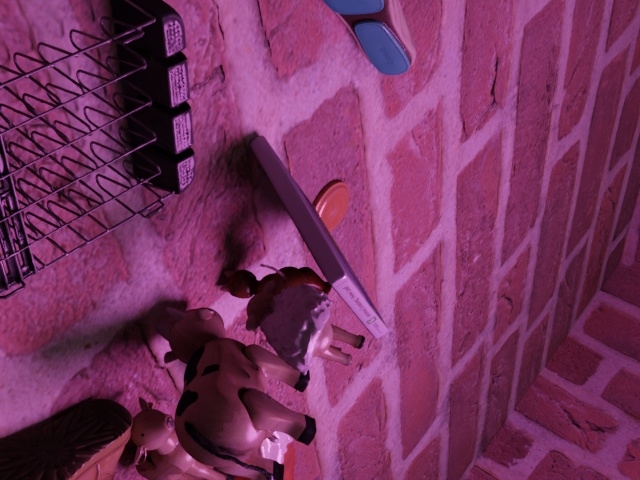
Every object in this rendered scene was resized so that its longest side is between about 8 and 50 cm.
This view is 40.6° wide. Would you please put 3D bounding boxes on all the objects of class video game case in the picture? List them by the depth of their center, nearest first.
[{"bbox_3d":[0.000,0.000,1.020,0.023,0.212,0.193,-33,150,3],"label":"video game case"}]

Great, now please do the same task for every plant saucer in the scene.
[{"bbox_3d":[0.015,-0.043,1.202,0.083,0.013,0.083,-40,145,-35],"label":"plant saucer"}]

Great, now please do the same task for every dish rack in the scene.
[{"bbox_3d":[-0.216,-0.078,0.723,0.271,0.074,0.208,-36,143,-36],"label":"dish rack"}]

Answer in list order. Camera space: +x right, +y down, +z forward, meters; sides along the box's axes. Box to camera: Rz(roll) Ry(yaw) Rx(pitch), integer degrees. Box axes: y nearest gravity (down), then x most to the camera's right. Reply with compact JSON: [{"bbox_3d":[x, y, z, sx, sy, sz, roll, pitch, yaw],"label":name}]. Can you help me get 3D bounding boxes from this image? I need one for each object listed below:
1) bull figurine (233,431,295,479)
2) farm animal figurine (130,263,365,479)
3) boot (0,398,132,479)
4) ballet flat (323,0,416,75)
[{"bbox_3d":[-0.107,0.401,1.294,0.188,0.101,0.310,-44,153,-53],"label":"bull figurine"},{"bbox_3d":[-0.120,0.166,0.981,0.330,0.172,0.327,-63,-164,3],"label":"farm animal figurine"},{"bbox_3d":[-0.304,0.329,0.936,0.236,0.089,0.269,-20,133,-51],"label":"boot"},{"bbox_3d":[0.054,-0.281,0.993,0.086,0.086,0.248,-57,154,-7],"label":"ballet flat"}]
